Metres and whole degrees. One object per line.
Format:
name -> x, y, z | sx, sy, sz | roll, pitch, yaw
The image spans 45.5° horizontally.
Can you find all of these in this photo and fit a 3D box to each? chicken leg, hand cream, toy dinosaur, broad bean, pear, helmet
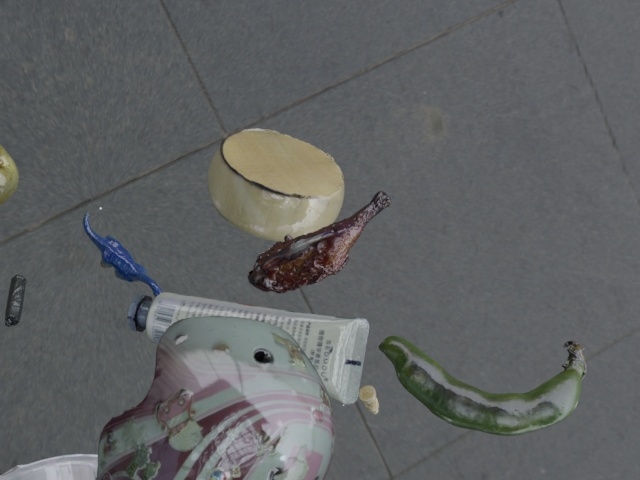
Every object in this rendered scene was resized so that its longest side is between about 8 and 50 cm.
chicken leg -> 0.000, 0.005, 0.962 | 0.205, 0.093, 0.053 | -19, 126, 6
hand cream -> -0.084, 0.106, 0.844 | 0.275, 0.059, 0.096 | 11, 94, 17
toy dinosaur -> -0.437, 0.033, 1.662 | 0.075, 0.188, 0.248 | -40, 99, -19
broad bean -> 0.226, 0.195, 1.031 | 0.291, 0.049, 0.144 | 2, 52, -3
pear -> -0.779, -0.152, 1.747 | 0.136, 0.167, 0.167 | -29, 103, 30
helmet -> -0.055, 0.146, 0.512 | 0.153, 0.107, 0.177 | 29, 88, -50

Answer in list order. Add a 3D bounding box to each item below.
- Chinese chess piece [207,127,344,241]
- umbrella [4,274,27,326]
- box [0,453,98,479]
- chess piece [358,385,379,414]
Chinese chess piece -> -0.078, -0.103, 1.370 | 0.249, 0.250, 0.103 | 9, 124, -16
umbrella -> -0.635, 0.123, 1.593 | 0.036, 0.133, 0.031 | -7, 135, -8
box -> -0.546, 0.596, 1.627 | 0.291, 0.262, 0.207 | -6, 60, -25
chess piece -> 0.103, 0.330, 1.551 | 0.035, 0.035, 0.092 | -36, 142, -12
